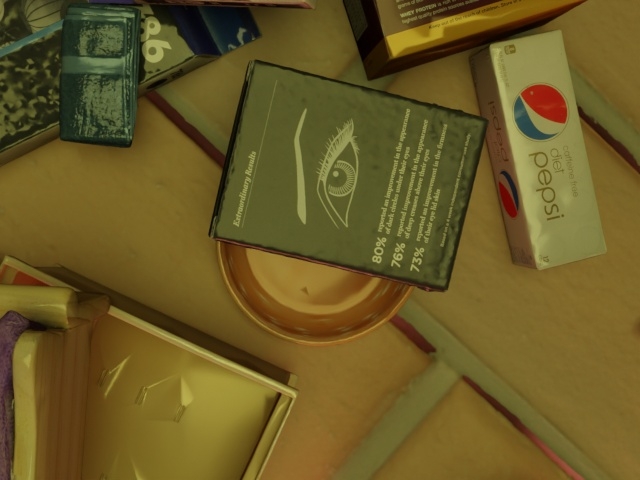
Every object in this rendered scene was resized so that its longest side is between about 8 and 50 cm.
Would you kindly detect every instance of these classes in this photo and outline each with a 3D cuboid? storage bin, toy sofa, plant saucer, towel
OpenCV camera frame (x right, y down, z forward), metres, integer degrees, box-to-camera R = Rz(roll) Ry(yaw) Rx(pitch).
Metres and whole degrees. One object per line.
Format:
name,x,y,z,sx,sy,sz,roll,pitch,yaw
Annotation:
storage bin,-0.189,0.185,0.709,0.262,0.123,0.260,25,90,1
toy sofa,-0.251,0.208,0.563,0.150,0.177,0.362,4,91,1
plant saucer,0.000,0.000,0.778,0.200,0.037,0.200,0,94,-6
towel,-0.189,-0.141,0.694,0.067,0.029,0.119,3,94,-5

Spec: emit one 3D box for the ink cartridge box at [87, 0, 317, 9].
ink cartridge box,-0.099,-0.294,0.655,0.208,0.045,0.206,5,94,14

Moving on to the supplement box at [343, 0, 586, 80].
supplement box,0.112,-0.273,0.729,0.191,0.129,0.194,-18,95,-4

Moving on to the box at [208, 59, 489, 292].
box,0.020,-0.053,0.704,0.207,0.108,0.153,14,91,-6

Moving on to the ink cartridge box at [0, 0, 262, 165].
ink cartridge box,-0.233,-0.191,0.734,0.333,0.065,0.165,-28,95,-5

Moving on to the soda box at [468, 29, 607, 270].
soda box,0.207,-0.085,0.778,0.074,0.069,0.216,-14,95,-5
